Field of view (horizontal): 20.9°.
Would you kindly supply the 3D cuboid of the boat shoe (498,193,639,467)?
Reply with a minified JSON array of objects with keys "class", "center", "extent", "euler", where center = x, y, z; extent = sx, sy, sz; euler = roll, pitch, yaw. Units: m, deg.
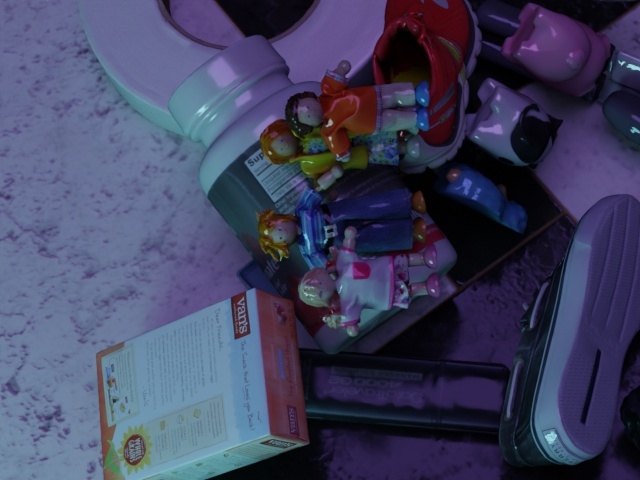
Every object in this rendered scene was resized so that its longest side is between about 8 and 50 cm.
[{"class":"boat shoe","center":[0.255,0.087,1.795],"extent":[0.119,0.121,0.335],"euler":[-18,35,43]}]

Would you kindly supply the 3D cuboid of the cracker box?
[{"class":"cracker box","center":[-0.124,0.160,1.778],"extent":[0.232,0.067,0.156],"euler":[-23,62,34]}]

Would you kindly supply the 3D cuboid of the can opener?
[{"class":"can opener","center":[0.291,-0.187,1.921],"extent":[0.280,0.074,0.093],"euler":[27,37,18]}]

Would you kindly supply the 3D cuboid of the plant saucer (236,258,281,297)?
[{"class":"plant saucer","center":[0.000,0.000,1.917],"extent":[0.192,0.018,0.067],"euler":[-41,70,-10]}]

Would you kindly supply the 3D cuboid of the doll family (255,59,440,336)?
[{"class":"doll family","center":[0.019,-0.044,1.687],"extent":[0.163,0.118,0.263],"euler":[-5,97,-10]}]

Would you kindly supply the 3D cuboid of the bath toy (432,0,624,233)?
[{"class":"bath toy","center":[0.250,-0.180,1.837],"extent":[0.129,0.151,0.348],"euler":[26,101,-12]}]

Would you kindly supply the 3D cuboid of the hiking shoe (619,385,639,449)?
[{"class":"hiking shoe","center":[0.453,0.198,1.749],"extent":[0.304,0.113,0.132],"euler":[20,62,4]}]

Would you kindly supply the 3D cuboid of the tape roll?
[{"class":"tape roll","center":[-0.087,-0.299,2.007],"extent":[0.392,0.072,0.392],"euler":[-2,72,6]}]

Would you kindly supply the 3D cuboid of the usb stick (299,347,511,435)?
[{"class":"usb stick","center":[0.068,0.158,1.830],"extent":[0.278,0.045,0.077],"euler":[4,75,8]}]

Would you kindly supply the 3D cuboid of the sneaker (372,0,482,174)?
[{"class":"sneaker","center":[0.105,-0.202,1.821],"extent":[0.107,0.118,0.279],"euler":[-15,47,17]}]

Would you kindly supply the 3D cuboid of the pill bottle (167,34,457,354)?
[{"class":"pill bottle","center":[-0.016,-0.054,1.820],"extent":[0.176,0.176,0.318],"euler":[-36,82,-9]}]
